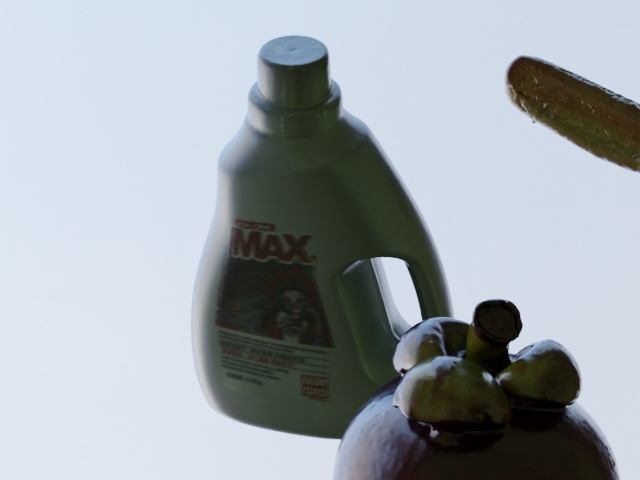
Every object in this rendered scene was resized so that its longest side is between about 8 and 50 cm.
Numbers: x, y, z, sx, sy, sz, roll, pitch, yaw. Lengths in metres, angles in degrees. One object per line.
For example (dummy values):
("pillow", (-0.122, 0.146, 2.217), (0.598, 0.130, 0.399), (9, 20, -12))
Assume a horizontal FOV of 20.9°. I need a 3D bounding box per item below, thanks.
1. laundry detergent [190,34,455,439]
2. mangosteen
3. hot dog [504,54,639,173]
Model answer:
("laundry detergent", (0.000, 0.000, 1.630), (0.124, 0.264, 0.397), (-59, -27, -52))
("mangosteen", (0.112, 0.155, 1.253), (0.215, 0.215, 0.257), (-18, -54, -22))
("hot dog", (0.266, -0.111, 1.630), (0.047, 0.216, 0.066), (-8, -58, -59))
